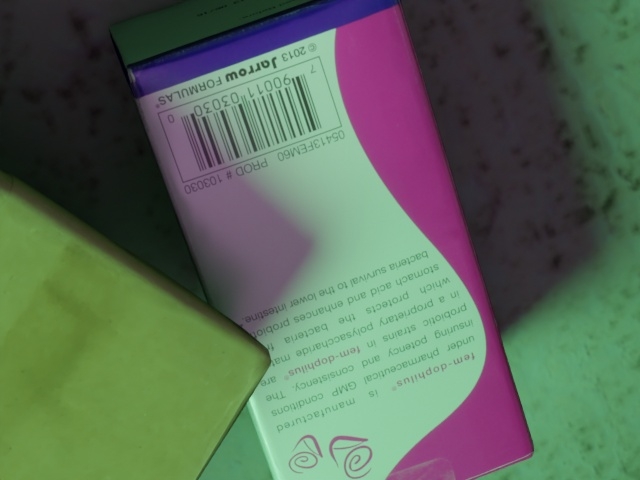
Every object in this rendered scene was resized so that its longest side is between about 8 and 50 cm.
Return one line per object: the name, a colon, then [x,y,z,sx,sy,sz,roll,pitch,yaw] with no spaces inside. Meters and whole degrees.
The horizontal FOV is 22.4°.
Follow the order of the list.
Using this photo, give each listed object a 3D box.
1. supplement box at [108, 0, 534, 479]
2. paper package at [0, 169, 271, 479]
supplement box: [0.000,0.000,0.697,0.111,0.114,0.220,-20,109,-5]
paper package: [-0.236,0.091,0.583,0.309,0.168,0.325,35,83,-29]
